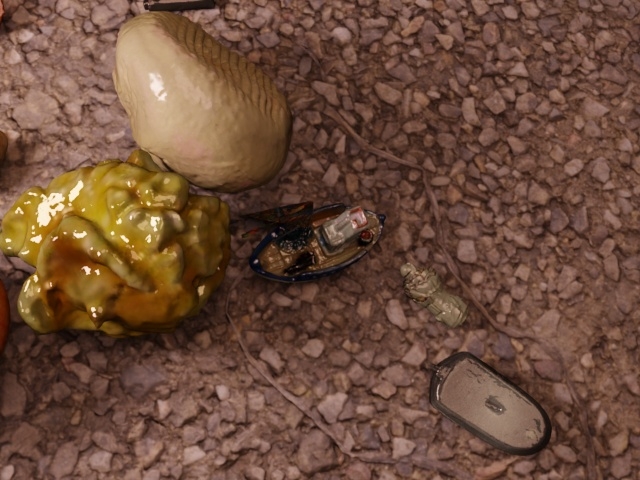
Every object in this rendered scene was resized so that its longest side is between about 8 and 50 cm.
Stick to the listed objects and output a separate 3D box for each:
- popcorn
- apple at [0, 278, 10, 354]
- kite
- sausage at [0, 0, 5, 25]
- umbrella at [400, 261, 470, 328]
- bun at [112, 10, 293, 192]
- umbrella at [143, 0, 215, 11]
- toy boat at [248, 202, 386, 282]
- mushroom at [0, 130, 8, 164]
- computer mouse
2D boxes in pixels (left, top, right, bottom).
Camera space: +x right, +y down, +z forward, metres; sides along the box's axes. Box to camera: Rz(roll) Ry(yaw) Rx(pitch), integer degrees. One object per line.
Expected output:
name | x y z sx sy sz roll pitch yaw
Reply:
popcorn | -0.297 0.012 1.392 0.336 0.279 0.274 -12 69 33
apple | -0.612 0.133 1.321 0.299 0.275 0.298 8 64 -18
kite | -0.070 -0.035 1.517 0.160 0.183 0.010 -29 116 -34
sausage | -0.717 -0.361 1.552 0.349 0.094 0.097 -21 89 -16
umbrella | 0.192 0.092 1.546 0.143 0.062 0.067 45 103 1
bun | -0.203 -0.212 1.473 0.361 0.361 0.213 41 107 6
umbrella | -0.261 -0.443 1.675 0.133 0.031 0.036 -6 46 -9
toy boat | 0.000 0.000 1.520 0.262 0.115 0.114 -23 76 -14
mushroom | -0.696 -0.142 1.484 0.352 0.095 0.122 -1 90 -6
computer mouse | 0.274 0.271 1.497 0.229 0.068 0.113 34 83 15
